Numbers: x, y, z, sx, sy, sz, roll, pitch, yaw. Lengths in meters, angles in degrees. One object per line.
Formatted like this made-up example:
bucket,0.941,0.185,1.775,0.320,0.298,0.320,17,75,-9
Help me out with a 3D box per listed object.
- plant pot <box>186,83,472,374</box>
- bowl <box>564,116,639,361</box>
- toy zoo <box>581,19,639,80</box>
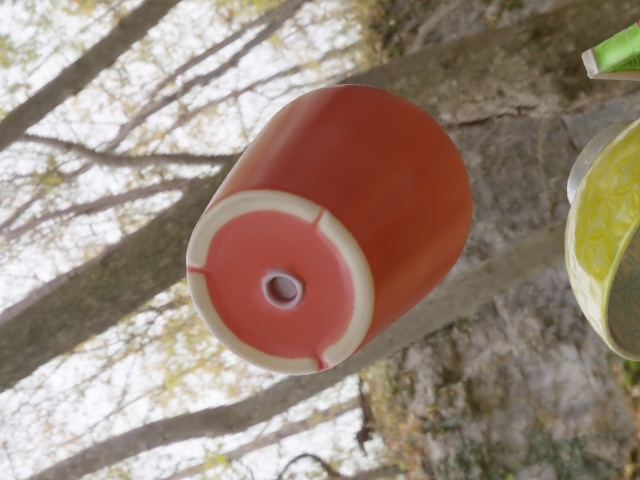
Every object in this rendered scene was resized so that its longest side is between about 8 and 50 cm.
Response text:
plant pot,0.000,0.000,1.143,0.275,0.275,0.243,59,-152,-10
bowl,0.345,-0.038,1.121,0.289,0.289,0.156,23,-163,-45
toy zoo,0.426,-0.232,1.075,0.192,0.293,0.030,-6,-106,-41
